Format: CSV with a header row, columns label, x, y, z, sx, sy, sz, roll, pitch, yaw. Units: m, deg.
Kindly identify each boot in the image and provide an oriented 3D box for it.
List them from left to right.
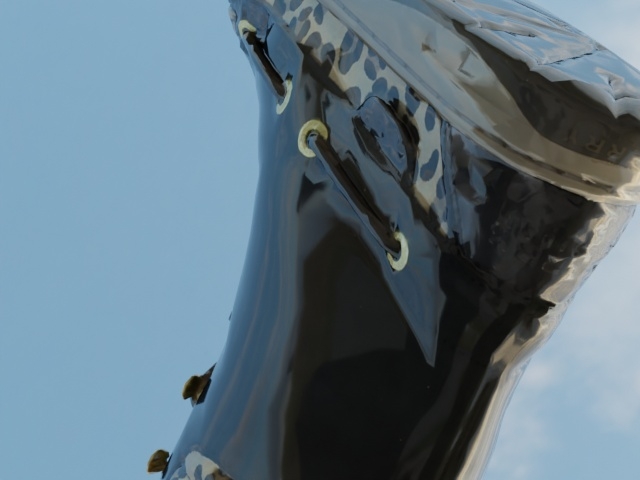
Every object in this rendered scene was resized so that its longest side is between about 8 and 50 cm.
label,x,y,z,sx,sy,sz,roll,pitch,yaw
boot,0.000,0.000,0.896,0.138,0.377,0.284,12,-73,-31
